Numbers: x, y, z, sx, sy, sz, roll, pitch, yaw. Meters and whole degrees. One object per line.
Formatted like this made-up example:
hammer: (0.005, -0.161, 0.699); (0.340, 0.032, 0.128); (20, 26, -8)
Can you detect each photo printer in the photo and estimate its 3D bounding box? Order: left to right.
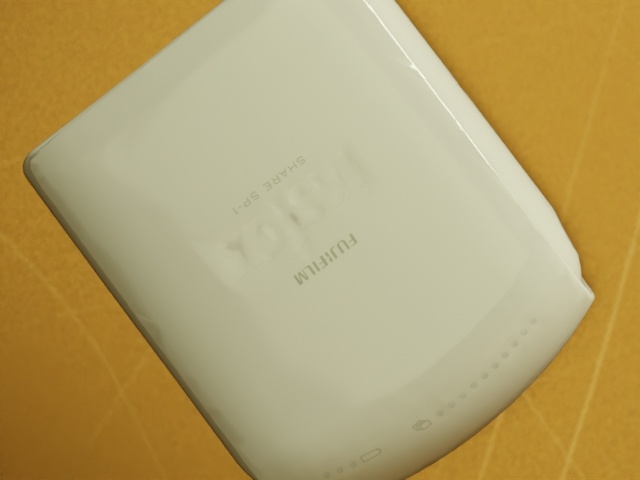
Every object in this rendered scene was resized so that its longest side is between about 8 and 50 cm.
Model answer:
photo printer: (0.000, 0.000, 1.233); (0.256, 0.107, 0.307); (-37, 86, 7)
